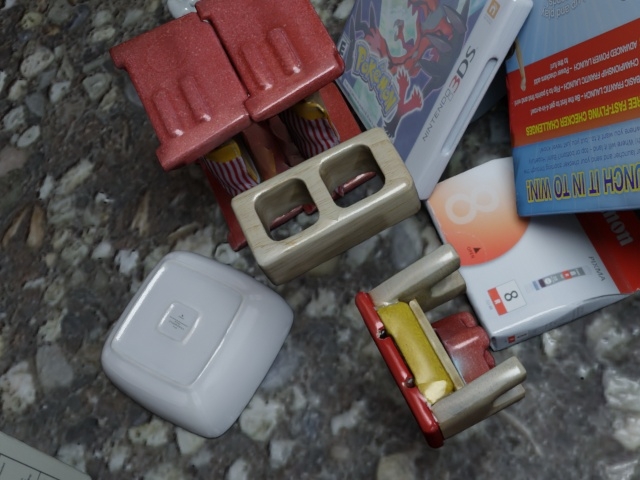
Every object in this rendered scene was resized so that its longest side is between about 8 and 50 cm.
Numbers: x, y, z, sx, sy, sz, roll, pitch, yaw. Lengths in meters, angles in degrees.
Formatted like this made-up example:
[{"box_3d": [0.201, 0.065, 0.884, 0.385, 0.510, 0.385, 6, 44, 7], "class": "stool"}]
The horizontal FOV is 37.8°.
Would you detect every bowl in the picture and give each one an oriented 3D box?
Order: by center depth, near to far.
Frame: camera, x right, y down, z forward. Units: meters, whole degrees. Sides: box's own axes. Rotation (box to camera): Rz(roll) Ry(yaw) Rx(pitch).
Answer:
[{"box_3d": [-0.111, 0.077, 0.787, 0.142, 0.053, 0.142, 23, 72, 27], "class": "bowl"}]

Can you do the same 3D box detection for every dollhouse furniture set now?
[{"box_3d": [0.000, 0.000, 0.717, 0.152, 0.201, 0.374, -28, 66, 1], "class": "dollhouse furniture set"}]

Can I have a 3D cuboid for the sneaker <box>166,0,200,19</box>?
[{"box_3d": [-0.071, -0.307, 0.963, 0.235, 0.090, 0.095, -43, 47, -12], "class": "sneaker"}]

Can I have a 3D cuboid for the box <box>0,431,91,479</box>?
[{"box_3d": [-0.292, 0.201, 0.671, 0.127, 0.232, 0.148, 10, 67, 20], "class": "box"}]

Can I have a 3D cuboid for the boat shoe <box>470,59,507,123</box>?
[{"box_3d": [0.189, -0.228, 0.822, 0.306, 0.113, 0.105, -43, 53, 10], "class": "boat shoe"}]

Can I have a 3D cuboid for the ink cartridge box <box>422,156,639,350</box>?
[{"box_3d": [0.190, -0.011, 0.747, 0.179, 0.045, 0.145, -25, 60, 6], "class": "ink cartridge box"}]

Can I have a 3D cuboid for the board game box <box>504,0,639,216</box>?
[{"box_3d": [0.215, -0.171, 0.587, 0.086, 0.308, 0.301, -5, 91, -14], "class": "board game box"}]

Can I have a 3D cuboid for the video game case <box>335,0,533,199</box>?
[{"box_3d": [0.078, -0.166, 0.774, 0.023, 0.183, 0.201, 4, 39, -29], "class": "video game case"}]
